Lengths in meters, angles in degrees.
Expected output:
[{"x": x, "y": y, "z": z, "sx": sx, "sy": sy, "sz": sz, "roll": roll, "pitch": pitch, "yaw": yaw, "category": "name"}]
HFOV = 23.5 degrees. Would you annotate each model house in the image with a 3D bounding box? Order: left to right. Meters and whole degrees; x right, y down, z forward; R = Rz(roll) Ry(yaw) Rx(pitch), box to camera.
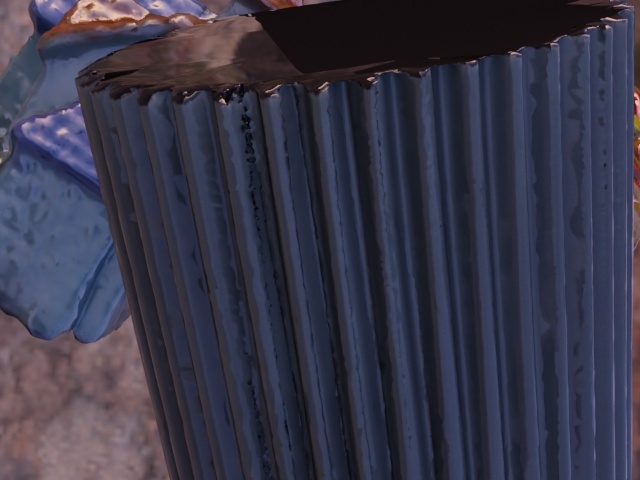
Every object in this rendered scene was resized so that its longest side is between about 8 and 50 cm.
[{"x": -0.167, "y": -0.124, "z": 1.228, "sx": 0.329, "sy": 0.251, "sz": 0.295, "roll": -51, "pitch": -178, "yaw": 8, "category": "model house"}]

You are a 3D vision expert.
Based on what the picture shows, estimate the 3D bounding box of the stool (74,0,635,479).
[{"x": 0.038, "y": 0.044, "z": 0.858, "sx": 0.297, "sy": 0.297, "sz": 0.330, "roll": -41, "pitch": 127, "yaw": -63, "category": "stool"}]

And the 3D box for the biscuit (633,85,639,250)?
[{"x": 0.175, "y": -0.070, "z": 1.056, "sx": 0.238, "sy": 0.041, "sz": 0.212, "roll": -5, "pitch": 67, "yaw": -41, "category": "biscuit"}]
